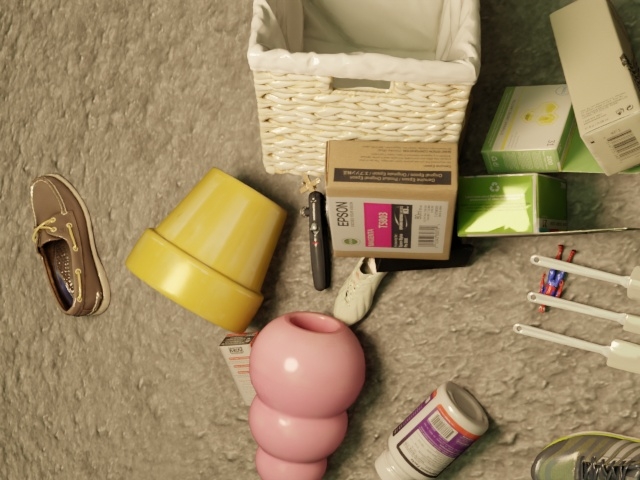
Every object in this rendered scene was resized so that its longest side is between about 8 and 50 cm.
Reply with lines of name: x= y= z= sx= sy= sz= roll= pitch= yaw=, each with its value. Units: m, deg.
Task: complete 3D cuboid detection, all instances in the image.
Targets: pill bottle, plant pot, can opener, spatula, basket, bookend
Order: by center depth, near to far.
basket: x=0.067 y=-0.294 z=1.554 sx=0.328 sy=0.266 sz=0.331 roll=4 pitch=53 yaw=1
spatula: x=0.442 y=0.110 z=1.605 sx=0.242 sy=0.019 sz=0.168 roll=15 pitch=103 yaw=20
bookend: x=0.165 y=-0.033 z=1.699 sx=0.157 sy=0.072 sz=0.156 roll=-3 pitch=63 yaw=-7
pill bottle: x=0.184 y=0.341 z=1.704 sx=0.193 sy=0.108 sz=0.108 roll=-48 pitch=70 yaw=20
can opener: x=0.000 y=0.000 z=1.823 sx=0.073 sy=0.059 sz=0.186 roll=3 pitch=92 yaw=27
plant pot: x=-0.190 y=0.007 z=1.834 sx=0.254 sy=0.254 sz=0.239 roll=30 pitch=88 yaw=24

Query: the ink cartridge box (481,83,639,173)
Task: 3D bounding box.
ink cartridge box: x=0.387 y=-0.175 z=1.563 sx=0.235 sy=0.171 sz=0.056 roll=1 pitch=134 yaw=29

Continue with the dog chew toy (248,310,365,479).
dog chew toy: x=-0.037 y=0.298 z=1.777 sx=0.207 sy=0.206 sz=0.331 roll=18 pitch=107 yaw=26

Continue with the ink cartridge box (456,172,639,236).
ink cartridge box: x=0.362 y=-0.055 z=1.560 sx=0.255 sy=0.189 sz=0.097 roll=-3 pitch=88 yaw=27

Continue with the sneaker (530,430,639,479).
sneaker: x=0.463 y=0.351 z=1.522 sx=0.300 sy=0.121 sz=0.111 roll=-9 pitch=86 yaw=28

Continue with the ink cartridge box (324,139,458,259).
ink cartridge box: x=0.109 y=-0.057 z=1.530 sx=0.193 sy=0.234 sz=0.088 roll=1 pitch=64 yaw=5

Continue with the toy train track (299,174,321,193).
toy train track: x=-0.029 y=-0.117 z=1.862 sx=0.048 sy=0.014 sz=0.083 roll=-31 pitch=76 yaw=24

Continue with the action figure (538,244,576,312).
action figure: x=0.382 y=0.065 z=1.642 sx=0.038 sy=0.030 sz=0.115 roll=23 pitch=103 yaw=21

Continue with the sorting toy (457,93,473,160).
sorting toy: x=0.151 y=-0.187 z=1.758 sx=0.208 sy=0.038 sz=0.193 roll=17 pitch=99 yaw=22

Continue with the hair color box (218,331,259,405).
hair color box: x=-0.128 y=0.241 z=1.869 sx=0.072 sy=0.043 sz=0.141 roll=-7 pitch=118 yaw=27

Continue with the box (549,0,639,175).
box: x=0.425 y=-0.238 z=1.494 sx=0.094 sy=0.113 sz=0.275 roll=-23 pitch=47 yaw=25

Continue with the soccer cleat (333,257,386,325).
soccer cleat: x=0.076 y=0.072 z=1.774 sx=0.068 sy=0.076 sz=0.196 roll=42 pitch=109 yaw=21

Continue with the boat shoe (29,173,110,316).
boat shoe: x=-0.540 y=0.007 z=2.086 sx=0.117 sy=0.097 sz=0.324 roll=-26 pitch=79 yaw=26
